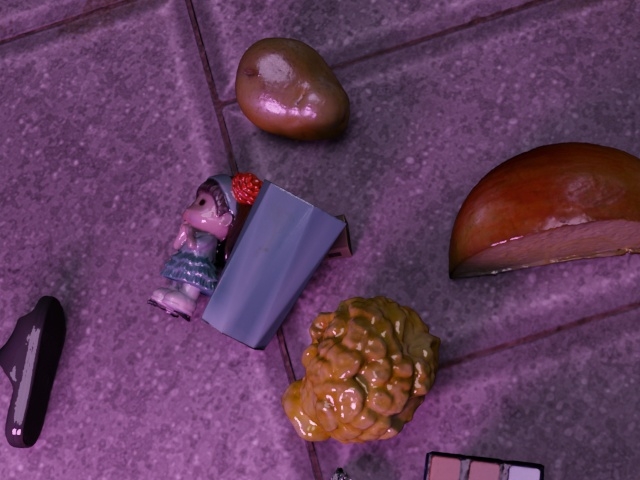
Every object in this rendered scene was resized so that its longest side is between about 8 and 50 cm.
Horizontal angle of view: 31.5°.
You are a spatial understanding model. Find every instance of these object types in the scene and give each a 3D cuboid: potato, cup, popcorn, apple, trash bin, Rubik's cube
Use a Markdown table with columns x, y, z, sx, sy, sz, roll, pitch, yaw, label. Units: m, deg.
| x | y | z | sx | sy | sz | roll | pitch | yaw | label |
| --- | --- | --- | --- | --- | --- | --- | --- | --- | --- |
| -0.039 | -0.241 | 1.845 | 0.194 | 0.157 | 0.157 | 30 | 75 | 17 | potato |
| -0.073 | 0.043 | 1.712 | 0.148 | 0.134 | 0.235 | 27 | 92 | 20 | cup |
| 0.055 | 0.181 | 1.616 | 0.217 | 0.181 | 0.235 | -39 | 25 | 31 | popcorn |
| 0.354 | -0.045 | 1.703 | 0.346 | 0.254 | 0.179 | -9 | 107 | 7 | apple |
| 0.000 | 0.000 | 1.791 | 0.092 | 0.043 | 0.060 | -11 | 65 | 9 | trash bin |
| 0.217 | 0.383 | 1.516 | 0.163 | 0.160 | 0.162 | 5 | 67 | 12 | Rubik's cube |

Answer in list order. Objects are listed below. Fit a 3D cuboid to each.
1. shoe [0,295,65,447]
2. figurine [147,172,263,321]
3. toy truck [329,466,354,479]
| x | y | z | sx | sy | sz | roll | pitch | yaw | label |
| --- | --- | --- | --- | --- | --- | --- | --- | --- | --- |
| -0.465 | 0.196 | 1.748 | 0.093 | 0.108 | 0.241 | 5 | 71 | 8 | shoe |
| -0.173 | 0.007 | 1.772 | 0.138 | 0.110 | 0.245 | 10 | 70 | 51 | figurine |
| 0.018 | 0.400 | 1.589 | 0.080 | 0.078 | 0.154 | 24 | 73 | 20 | toy truck |
